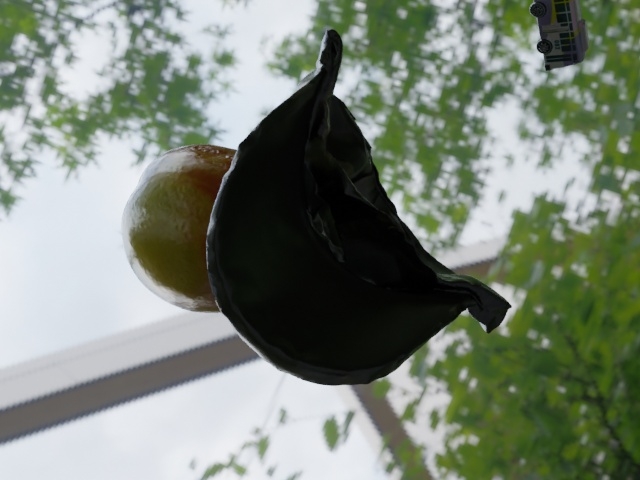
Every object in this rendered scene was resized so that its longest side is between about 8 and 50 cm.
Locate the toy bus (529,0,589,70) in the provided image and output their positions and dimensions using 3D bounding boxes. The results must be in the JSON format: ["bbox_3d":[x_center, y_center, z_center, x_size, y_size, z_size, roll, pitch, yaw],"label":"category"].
[{"bbox_3d":[0.282,-0.255,1.580,0.052,0.058,0.102,-61,-39,-53],"label":"toy bus"}]

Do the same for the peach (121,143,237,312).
[{"bbox_3d":[-0.130,-0.015,1.672,0.231,0.231,0.231,-28,-51,-42],"label":"peach"}]

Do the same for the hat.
[{"bbox_3d":[0.000,0.000,1.387,0.382,0.257,0.366,-33,-87,-34],"label":"hat"}]
